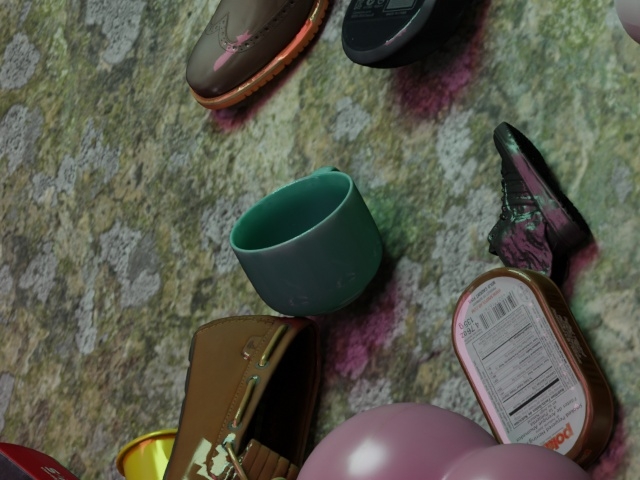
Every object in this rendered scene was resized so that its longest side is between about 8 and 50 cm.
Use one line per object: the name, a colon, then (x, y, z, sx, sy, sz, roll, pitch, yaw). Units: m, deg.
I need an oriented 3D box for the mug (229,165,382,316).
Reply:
mug: (0.002, 0.003, 1.874, 0.158, 0.097, 0.129, -39, 26, -25)

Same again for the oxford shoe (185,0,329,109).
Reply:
oxford shoe: (-0.048, -0.305, 2.057, 0.363, 0.133, 0.130, -57, 43, 7)

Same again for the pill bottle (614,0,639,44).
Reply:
pill bottle: (0.389, -0.194, 1.546, 0.318, 0.176, 0.176, 15, 81, 46)

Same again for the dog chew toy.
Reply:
dog chew toy: (0.136, 0.243, 1.566, 0.332, 0.207, 0.206, 8, 75, 38)

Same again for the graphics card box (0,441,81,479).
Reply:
graphics card box: (-0.329, 0.413, 2.001, 0.233, 0.094, 0.371, 28, 92, 47)

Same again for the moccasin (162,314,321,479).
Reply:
moccasin: (-0.056, 0.229, 1.785, 0.147, 0.139, 0.380, -12, 42, 21)

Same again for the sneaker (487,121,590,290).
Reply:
sneaker: (0.175, -0.019, 1.754, 0.089, 0.051, 0.170, -43, 56, 19)

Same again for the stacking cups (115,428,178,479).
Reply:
stacking cups: (-0.124, 0.332, 1.842, 0.096, 0.096, 0.316, -34, 50, 28)

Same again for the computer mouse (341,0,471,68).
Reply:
computer mouse: (0.117, -0.267, 1.934, 0.188, 0.072, 0.272, 8, 64, 48)

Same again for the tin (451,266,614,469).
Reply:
tin: (0.175, 0.109, 1.678, 0.106, 0.040, 0.189, -43, 58, 31)
